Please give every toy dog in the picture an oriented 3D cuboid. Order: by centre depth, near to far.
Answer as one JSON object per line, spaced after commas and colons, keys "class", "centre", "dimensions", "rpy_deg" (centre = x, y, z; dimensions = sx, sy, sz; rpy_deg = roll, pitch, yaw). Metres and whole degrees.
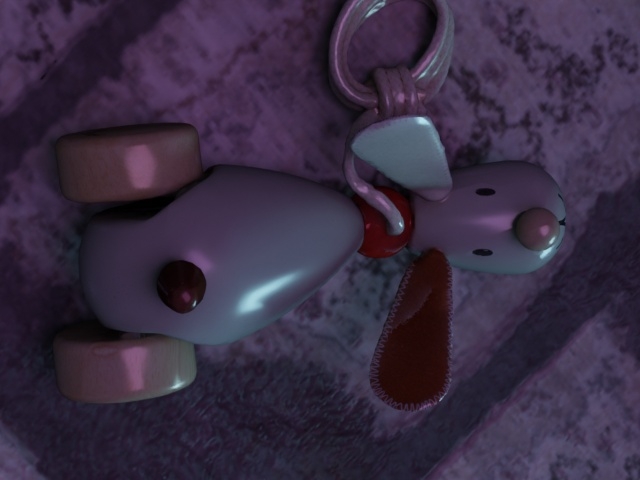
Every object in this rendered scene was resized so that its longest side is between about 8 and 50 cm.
{"class": "toy dog", "centre": [0.000, 0.000, 1.002], "dimensions": [0.333, 0.161, 0.220], "rpy_deg": [-28, 110, -15]}
